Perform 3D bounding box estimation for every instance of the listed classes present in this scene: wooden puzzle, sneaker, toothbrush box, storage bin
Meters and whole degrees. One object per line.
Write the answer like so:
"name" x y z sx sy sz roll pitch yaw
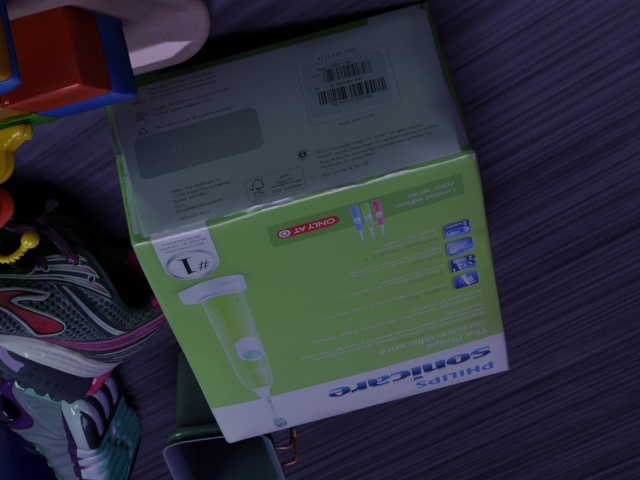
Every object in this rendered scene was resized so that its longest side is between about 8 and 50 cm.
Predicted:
"wooden puzzle" -0.249 -0.082 0.946 0.322 0.080 0.348 -13 174 13
"sneaker" -0.206 0.150 1.473 0.098 0.083 0.224 18 149 10
"toothbrush box" 0.000 0.000 1.172 0.206 0.122 0.283 -15 147 2
"sneaker" -0.217 0.016 1.201 0.112 0.121 0.299 -39 150 19
"storage bin" -0.070 0.144 1.444 0.098 0.091 0.135 -8 149 4

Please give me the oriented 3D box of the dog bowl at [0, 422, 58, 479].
"dog bowl" -0.342 0.251 1.567 0.265 0.104 0.265 -4 149 -3

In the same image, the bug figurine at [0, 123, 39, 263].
"bug figurine" -0.290 0.000 0.962 0.279 0.072 0.216 -12 179 2
